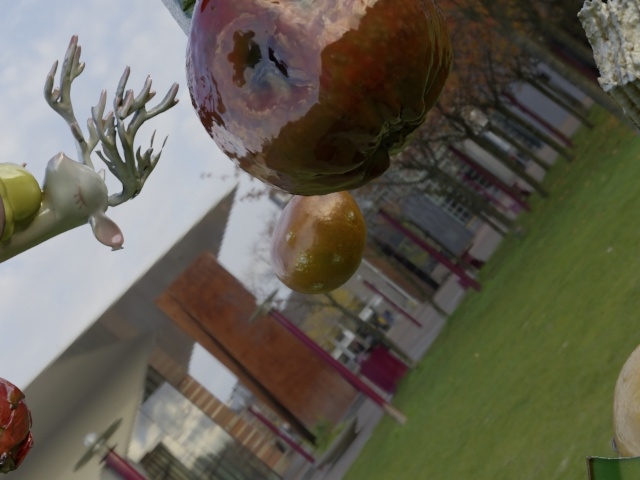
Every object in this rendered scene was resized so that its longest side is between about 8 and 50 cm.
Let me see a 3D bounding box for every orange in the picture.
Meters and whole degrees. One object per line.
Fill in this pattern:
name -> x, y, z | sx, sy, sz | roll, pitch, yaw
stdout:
orange -> 0.000, 0.000, 1.128 | 0.156, 0.124, 0.156 | -55, 17, 26

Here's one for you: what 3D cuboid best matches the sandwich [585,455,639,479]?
sandwich -> 0.261, 0.192, 0.670 | 0.074, 0.116, 0.074 | -7, 29, 24

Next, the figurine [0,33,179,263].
figurine -> -0.339, -0.097, 1.040 | 0.315, 0.206, 0.284 | -28, -45, -57

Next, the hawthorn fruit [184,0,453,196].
hawthorn fruit -> -0.004, -0.175, 0.790 | 0.258, 0.262, 0.258 | -17, -37, -13

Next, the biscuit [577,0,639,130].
biscuit -> 0.356, -0.173, 0.881 | 0.061, 0.108, 0.238 | -23, -27, 32

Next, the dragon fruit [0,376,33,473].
dragon fruit -> -0.519, 0.282, 1.219 | 0.209, 0.172, 0.172 | -7, 29, 44

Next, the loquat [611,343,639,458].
loquat -> 0.519, 0.243, 1.086 | 0.275, 0.275, 0.275 | -50, -7, -8

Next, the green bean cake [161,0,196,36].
green bean cake -> -0.200, -0.445, 1.408 | 0.156, 0.250, 0.247 | -34, -4, -4
